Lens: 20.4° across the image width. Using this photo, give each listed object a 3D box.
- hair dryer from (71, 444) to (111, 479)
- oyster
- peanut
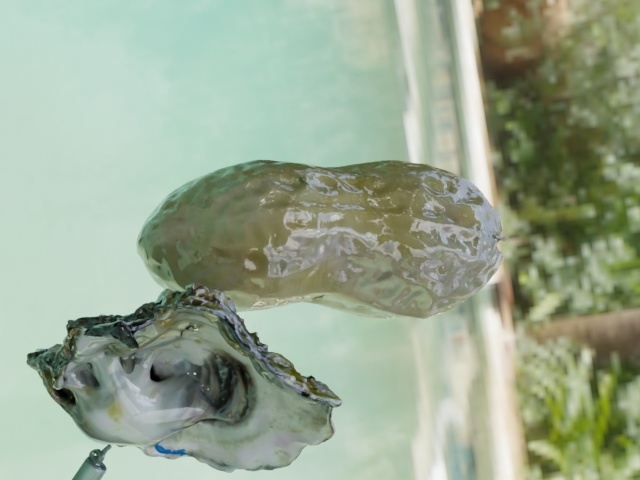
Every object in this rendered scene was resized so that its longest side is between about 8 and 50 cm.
[{"bbox_3d":[-0.176,0.194,1.263,0.063,0.124,0.038,40,17,18],"label":"hair dryer"},{"bbox_3d":[-0.101,0.107,1.372,0.214,0.223,0.083,-40,-154,51],"label":"oyster"},{"bbox_3d":[0.000,0.000,1.494,0.149,0.313,0.149,179,-90,-67],"label":"peanut"}]
